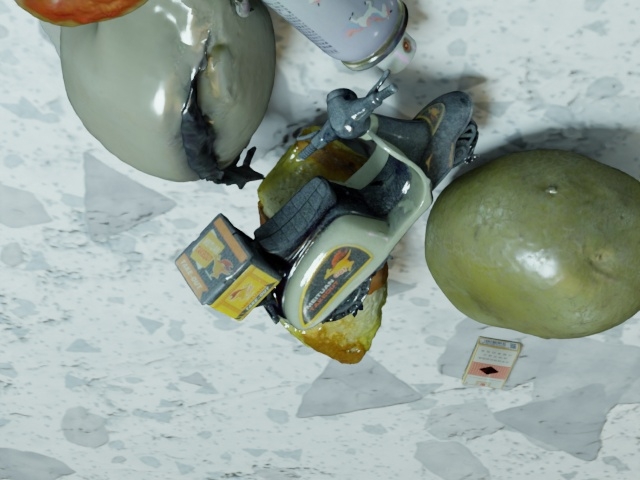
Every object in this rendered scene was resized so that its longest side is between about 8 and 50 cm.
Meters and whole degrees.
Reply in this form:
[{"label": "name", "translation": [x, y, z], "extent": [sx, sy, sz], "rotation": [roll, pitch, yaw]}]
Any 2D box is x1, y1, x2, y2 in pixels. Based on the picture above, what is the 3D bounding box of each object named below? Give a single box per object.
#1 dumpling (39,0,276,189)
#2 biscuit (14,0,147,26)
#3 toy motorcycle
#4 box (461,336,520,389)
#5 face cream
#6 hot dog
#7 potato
[{"label": "dumpling", "translation": [-0.138, -0.129, 1.260], "extent": [0.205, 0.163, 0.293], "rotation": [2, 156, 0]}, {"label": "biscuit", "translation": [-0.201, -0.317, 0.993], "extent": [0.368, 0.076, 0.394], "rotation": [-28, 120, 32]}, {"label": "toy motorcycle", "translation": [0.020, -0.034, 1.319], "extent": [0.263, 0.091, 0.157], "rotation": [-47, 139, 11]}, {"label": "box", "translation": [0.181, 0.131, 1.695], "extent": [0.046, 0.012, 0.083], "rotation": [9, 145, -3]}, {"label": "face cream", "translation": [-0.012, -0.202, 1.201], "extent": [0.075, 0.075, 0.229], "rotation": [-23, 136, 36]}, {"label": "hot dog", "translation": [0.001, -0.002, 1.460], "extent": [0.123, 0.093, 0.261], "rotation": [-9, 125, -15]}, {"label": "potato", "translation": [0.192, 0.005, 1.395], "extent": [0.235, 0.160, 0.177], "rotation": [-15, 103, 50]}]
